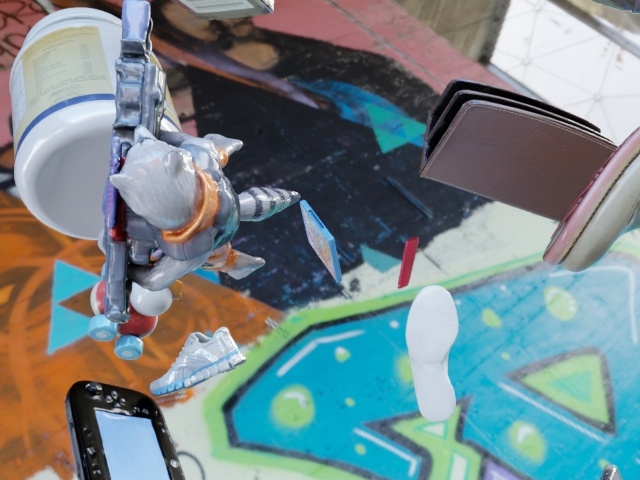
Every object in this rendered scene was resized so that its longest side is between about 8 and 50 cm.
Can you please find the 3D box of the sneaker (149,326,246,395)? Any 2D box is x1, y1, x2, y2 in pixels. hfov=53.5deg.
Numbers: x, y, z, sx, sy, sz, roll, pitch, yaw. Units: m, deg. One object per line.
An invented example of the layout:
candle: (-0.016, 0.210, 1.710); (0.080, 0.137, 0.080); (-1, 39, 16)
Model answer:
sneaker: (-0.212, 0.199, 1.058); (0.191, 0.083, 0.071); (-27, -11, 20)

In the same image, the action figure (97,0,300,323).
action figure: (-0.136, -0.085, 0.717); (0.330, 0.178, 0.341); (-26, -61, -82)

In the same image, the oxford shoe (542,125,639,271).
oxford shoe: (0.380, -0.066, 0.670); (0.348, 0.130, 0.123); (-39, -17, -16)

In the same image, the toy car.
toy car: (-0.462, 0.165, 1.695); (0.238, 0.219, 0.210); (-17, -43, 17)

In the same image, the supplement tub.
supplement tub: (-0.330, -0.180, 0.936); (0.228, 0.316, 0.228); (-15, -41, -13)

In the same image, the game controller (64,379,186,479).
game controller: (-0.278, 0.329, 0.932); (0.166, 0.319, 0.067); (16, -67, -37)

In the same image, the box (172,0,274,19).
box: (-0.145, -0.523, 0.866); (0.191, 0.143, 0.381); (4, -92, -71)

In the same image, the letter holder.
letter holder: (0.359, -0.183, 1.111); (0.214, 0.302, 0.152); (117, 169, -57)

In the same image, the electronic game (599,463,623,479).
electronic game: (0.376, 0.424, 0.880); (0.229, 0.048, 0.229); (-33, -50, -51)

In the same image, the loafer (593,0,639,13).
loafer: (0.587, -0.623, 1.222); (0.134, 0.130, 0.366); (-51, -41, -56)

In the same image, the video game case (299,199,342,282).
video game case: (0.000, 0.000, 1.379); (0.015, 0.166, 0.119); (-22, -51, -11)

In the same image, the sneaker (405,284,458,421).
sneaker: (0.168, 0.169, 0.996); (0.094, 0.080, 0.212); (-95, 3, -81)

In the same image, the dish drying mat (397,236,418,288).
dish drying mat: (0.140, 0.036, 1.018); (0.032, 0.008, 0.083); (-13, -62, -45)
